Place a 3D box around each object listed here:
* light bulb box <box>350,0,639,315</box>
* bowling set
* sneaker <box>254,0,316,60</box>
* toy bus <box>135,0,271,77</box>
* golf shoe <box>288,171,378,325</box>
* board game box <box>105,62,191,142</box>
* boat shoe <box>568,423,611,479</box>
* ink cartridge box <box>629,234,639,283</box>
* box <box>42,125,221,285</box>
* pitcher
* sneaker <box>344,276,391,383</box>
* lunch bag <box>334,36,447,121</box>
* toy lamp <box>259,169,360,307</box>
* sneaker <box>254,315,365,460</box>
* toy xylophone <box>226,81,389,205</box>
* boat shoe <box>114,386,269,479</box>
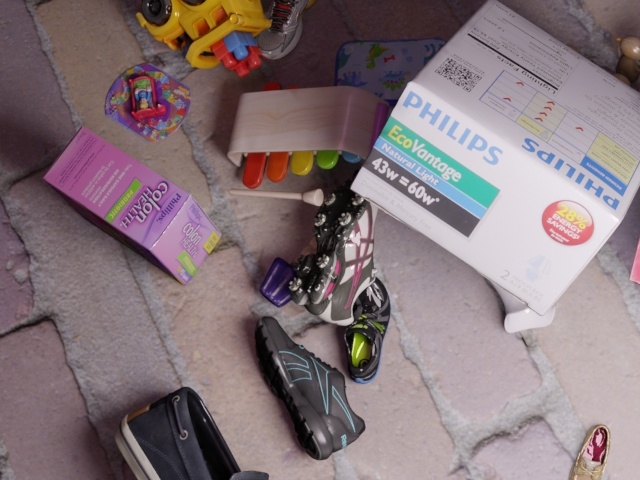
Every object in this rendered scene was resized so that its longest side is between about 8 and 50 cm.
[{"bbox_3d":[0.298,-0.139,1.700,0.358,0.225,0.361,34,41,6],"label":"light bulb box"},{"bbox_3d":[0.546,-0.281,1.883,0.287,0.154,0.200,42,83,19],"label":"bowling set"},{"bbox_3d":[-0.068,-0.441,2.074,0.088,0.093,0.225,20,78,14],"label":"sneaker"},{"bbox_3d":[-0.201,-0.388,2.043,0.220,0.149,0.211,-27,84,30],"label":"toy bus"},{"bbox_3d":[0.045,0.009,1.854,0.105,0.120,0.273,2,60,50],"label":"golf shoe"},{"bbox_3d":[-0.329,-0.268,2.093,0.169,0.033,0.133,33,80,18],"label":"board game box"},{"bbox_3d":[0.424,0.352,1.750,0.050,0.045,0.135,14,75,14],"label":"boat shoe"},{"bbox_3d":[0.614,-0.096,1.684,0.160,0.279,0.384,14,91,28],"label":"ink cartridge box"},{"bbox_3d":[-0.321,-0.056,1.925,0.243,0.213,0.117,31,79,17],"label":"box"},{"bbox_3d":[0.326,0.028,1.805,0.125,0.178,0.207,-9,71,-7],"label":"pitcher"},{"bbox_3d":[0.078,0.145,1.861,0.067,0.078,0.188,4,72,12],"label":"sneaker"},{"bbox_3d":[0.134,-0.270,1.987,0.219,0.090,0.176,3,75,12],"label":"lunch bag"},{"bbox_3d":[0.000,0.000,1.926,0.080,0.080,0.274,38,79,19],"label":"toy lamp"},{"bbox_3d":[-0.024,0.237,1.854,0.106,0.101,0.267,-21,67,-21],"label":"sneaker"},{"bbox_3d":[-0.044,-0.168,1.930,0.323,0.081,0.236,11,78,35],"label":"toy xylophone"},{"bbox_3d":[-0.136,0.436,1.748,0.156,0.187,0.500,-41,65,1],"label":"boat shoe"}]
